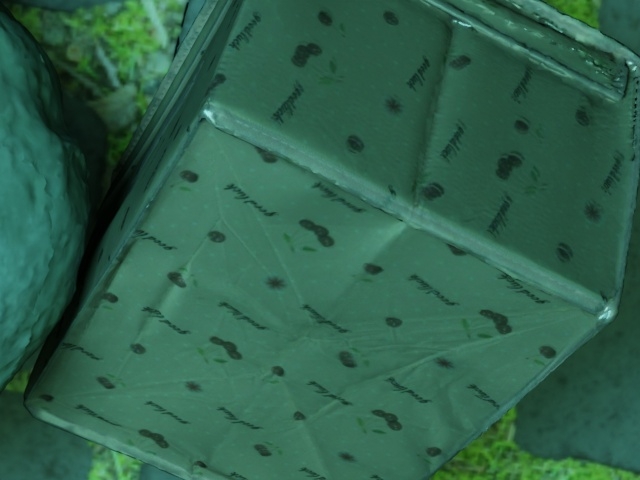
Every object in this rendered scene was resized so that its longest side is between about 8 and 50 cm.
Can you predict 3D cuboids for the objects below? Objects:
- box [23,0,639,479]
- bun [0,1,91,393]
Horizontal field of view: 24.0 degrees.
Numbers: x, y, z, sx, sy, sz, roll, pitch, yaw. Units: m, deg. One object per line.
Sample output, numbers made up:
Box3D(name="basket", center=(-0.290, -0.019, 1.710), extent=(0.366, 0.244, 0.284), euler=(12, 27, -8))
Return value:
Box3D(name="box", center=(0.000, 0.000, 0.828), extent=(0.225, 0.190, 0.297), euler=(26, 140, -11))
Box3D(name="bun", center=(-0.281, -0.028, 0.832), extent=(0.362, 0.211, 0.361), euler=(5, 100, 31))
